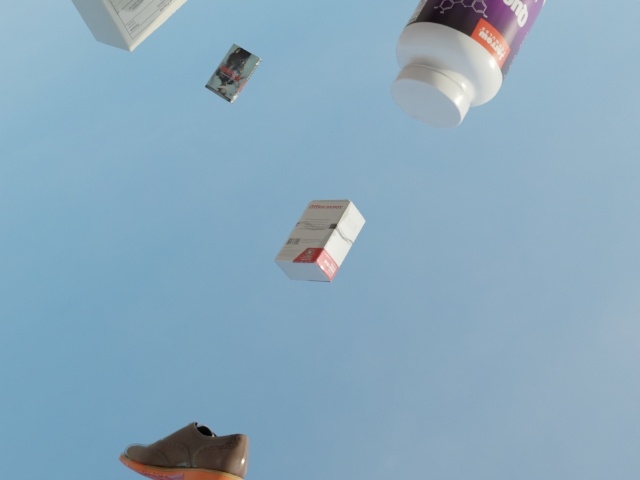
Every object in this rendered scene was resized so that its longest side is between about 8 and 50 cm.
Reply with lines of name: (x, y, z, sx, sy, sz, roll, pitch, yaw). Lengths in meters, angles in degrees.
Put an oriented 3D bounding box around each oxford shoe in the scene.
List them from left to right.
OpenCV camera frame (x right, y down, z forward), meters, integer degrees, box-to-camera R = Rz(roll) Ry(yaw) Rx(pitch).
oxford shoe: (-0.206, 0.330, 1.568, 0.271, 0.097, 0.098, -1, -115, 41)

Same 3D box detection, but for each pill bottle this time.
pill bottle: (0.240, -0.344, 1.637, 0.182, 0.181, 0.322, 13, -114, 40)

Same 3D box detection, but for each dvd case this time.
dvd case: (-0.194, -0.370, 2.256, 0.087, 0.013, 0.119, 35, -88, 31)

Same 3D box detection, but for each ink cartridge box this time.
ink cartridge box: (0.000, 0.000, 1.705, 0.099, 0.056, 0.135, 1, -129, 44)

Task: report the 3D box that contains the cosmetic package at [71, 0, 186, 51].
cosmetic package: (-0.365, -0.490, 1.697, 0.113, 0.309, 0.160, 23, -119, 38)
